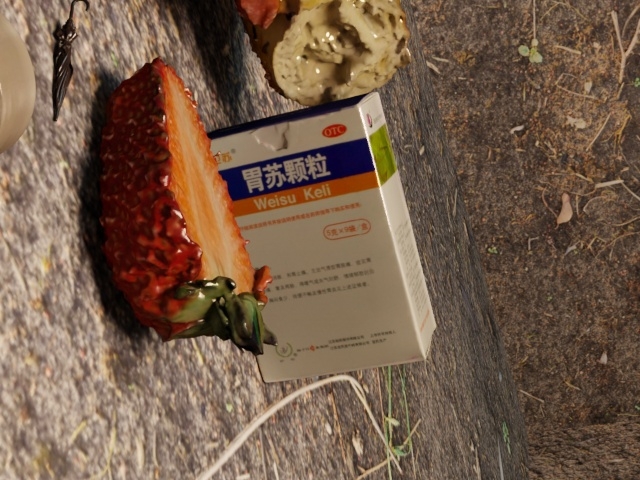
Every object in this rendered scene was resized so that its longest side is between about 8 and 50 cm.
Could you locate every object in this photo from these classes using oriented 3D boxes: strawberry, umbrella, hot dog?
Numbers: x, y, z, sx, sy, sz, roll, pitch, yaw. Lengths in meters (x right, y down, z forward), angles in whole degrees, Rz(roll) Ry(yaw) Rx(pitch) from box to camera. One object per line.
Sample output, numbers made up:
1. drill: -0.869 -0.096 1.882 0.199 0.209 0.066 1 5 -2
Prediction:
1. strawberry: -0.135 -0.015 0.857 0.188 0.106 0.286 36 32 -71
2. umbrella: -0.219 -0.156 0.812 0.013 0.022 0.122 104 -6 -68
3. hot dog: -0.069 -0.375 1.084 0.367 0.196 0.365 62 5 -52

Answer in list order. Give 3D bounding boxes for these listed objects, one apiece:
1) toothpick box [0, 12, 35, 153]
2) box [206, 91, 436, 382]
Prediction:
1. toothpick box: -0.246 -0.073 0.514 0.181 0.111 0.111 -56 132 -65
2. box: 0.000 0.000 1.092 0.106 0.200 0.300 -50 127 -67
